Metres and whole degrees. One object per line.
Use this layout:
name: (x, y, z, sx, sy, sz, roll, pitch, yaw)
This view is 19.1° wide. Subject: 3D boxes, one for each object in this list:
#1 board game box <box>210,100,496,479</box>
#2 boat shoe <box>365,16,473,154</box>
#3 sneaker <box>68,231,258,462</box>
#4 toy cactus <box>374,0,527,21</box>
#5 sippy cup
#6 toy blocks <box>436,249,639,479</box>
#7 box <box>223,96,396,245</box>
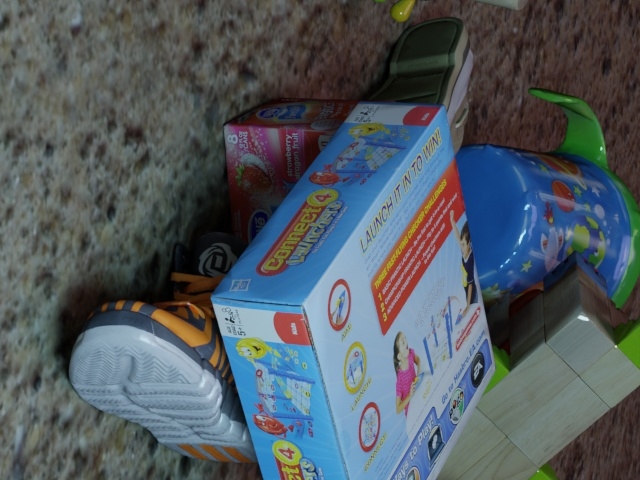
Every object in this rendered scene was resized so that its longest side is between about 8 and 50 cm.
board game box: (0.041, 0.084, 1.660, 0.308, 0.086, 0.302, -54, 139, -46)
boat shoe: (0.105, -0.121, 2.029, 0.302, 0.113, 0.103, -58, 137, -46)
sneaker: (-0.116, 0.066, 1.606, 0.321, 0.124, 0.180, 59, 37, -66)
toy cactus: (0.132, -0.281, 2.006, 0.219, 0.180, 0.112, -30, 140, -55)
sippy cup: (0.220, -0.009, 2.186, 0.224, 0.240, 0.306, 17, 57, -53)
toy blocks: (0.196, 0.153, 2.000, 0.191, 0.381, 0.261, 44, 17, -9)
box: (0.000, 0.000, 1.803, 0.122, 0.128, 0.257, -33, 123, -58)
